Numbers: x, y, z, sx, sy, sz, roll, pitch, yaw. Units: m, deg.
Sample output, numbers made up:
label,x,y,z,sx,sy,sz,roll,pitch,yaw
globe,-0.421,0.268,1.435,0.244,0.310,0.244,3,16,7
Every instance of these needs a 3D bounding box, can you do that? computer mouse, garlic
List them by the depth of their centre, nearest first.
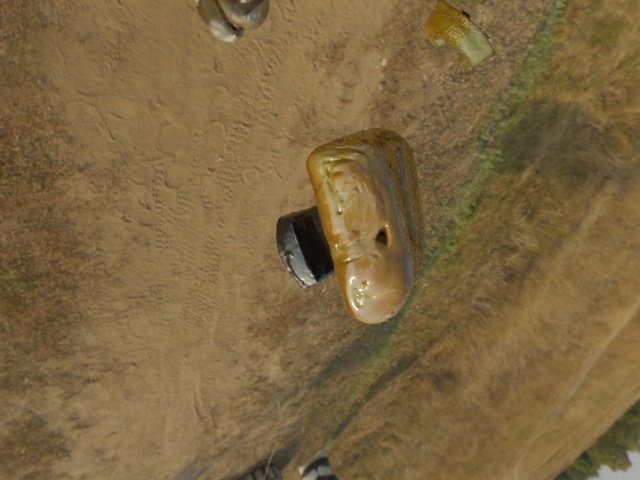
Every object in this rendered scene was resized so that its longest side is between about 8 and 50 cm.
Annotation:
label,x,y,z,sx,sy,sz,roll,pitch,yaw
computer mouse,0.000,0.000,0.947,0.100,0.170,0.269,-24,180,39
garlic,-0.220,-0.678,1.073,0.132,0.325,0.278,-5,130,-48

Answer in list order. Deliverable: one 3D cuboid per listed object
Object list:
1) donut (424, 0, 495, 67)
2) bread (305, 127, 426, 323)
label,x,y,z,sx,sy,sz,roll,pitch,yaw
donut,0.308,-0.471,0.922,0.078,0.181,0.146,-44,159,20
bread,0.116,-0.040,0.751,0.148,0.327,0.337,-12,-170,23
